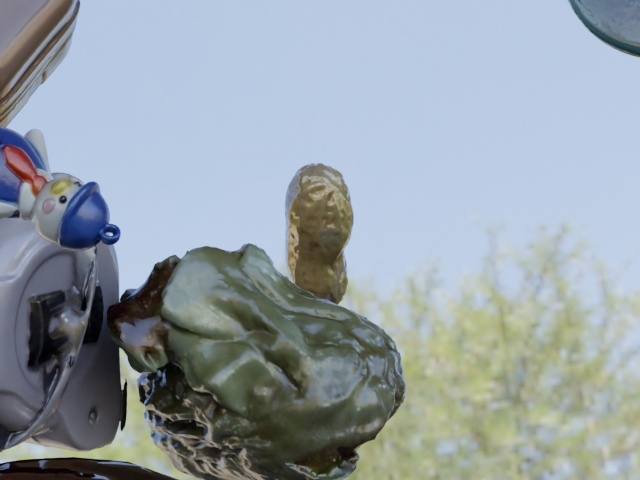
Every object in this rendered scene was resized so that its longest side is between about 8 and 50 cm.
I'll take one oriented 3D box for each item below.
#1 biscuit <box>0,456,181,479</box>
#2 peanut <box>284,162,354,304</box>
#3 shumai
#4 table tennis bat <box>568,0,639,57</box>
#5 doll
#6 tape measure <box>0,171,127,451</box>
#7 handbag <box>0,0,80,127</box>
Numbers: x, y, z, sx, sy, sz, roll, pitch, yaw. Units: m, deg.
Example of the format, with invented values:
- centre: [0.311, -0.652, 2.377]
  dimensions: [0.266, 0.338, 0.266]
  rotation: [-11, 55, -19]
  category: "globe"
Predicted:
- centre: [-0.180, 0.338, 1.076]
  dimensions: [0.407, 0.407, 0.091]
  rotation: [-14, -18, 19]
  category: "biscuit"
- centre: [0.000, 0.000, 1.844]
  dimensions: [0.080, 0.080, 0.174]
  rotation: [-4, -64, -6]
  category: "peanut"
- centre: [-0.062, 0.089, 1.415]
  dimensions: [0.256, 0.189, 0.218]
  rotation: [-9, -57, 48]
  category: "shumai"
- centre: [0.205, -0.211, 1.118]
  dimensions: [0.124, 0.201, 0.033]
  rotation: [-19, -14, -6]
  category: "table tennis bat"
- centre: [-0.187, -0.032, 1.057]
  dimensions: [0.143, 0.099, 0.058]
  rotation: [28, -45, 11]
  category: "doll"
- centre: [-0.242, 0.067, 1.367]
  dimensions: [0.120, 0.236, 0.197]
  rotation: [6, 9, 28]
  category: "tape measure"
- centre: [-0.420, -0.215, 1.682]
  dimensions: [0.301, 0.283, 0.149]
  rotation: [28, -27, 0]
  category: "handbag"
